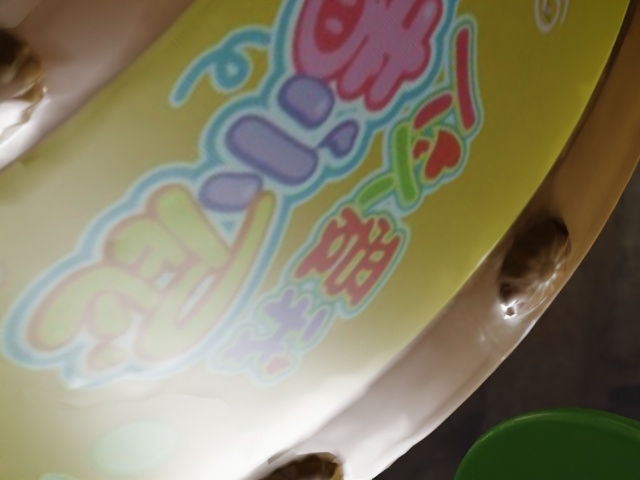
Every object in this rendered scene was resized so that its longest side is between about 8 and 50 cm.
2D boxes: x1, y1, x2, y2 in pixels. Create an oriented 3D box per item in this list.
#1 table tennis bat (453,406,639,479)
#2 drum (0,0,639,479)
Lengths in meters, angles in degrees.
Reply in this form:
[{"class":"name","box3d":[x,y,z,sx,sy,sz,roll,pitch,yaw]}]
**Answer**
[{"class":"table tennis bat","box3d":[0.167,0.154,0.786,0.257,0.039,0.160,15,-56,33]},{"class":"drum","box3d":[-0.115,-0.111,0.556,0.214,0.431,0.431,47,22,-46]}]
